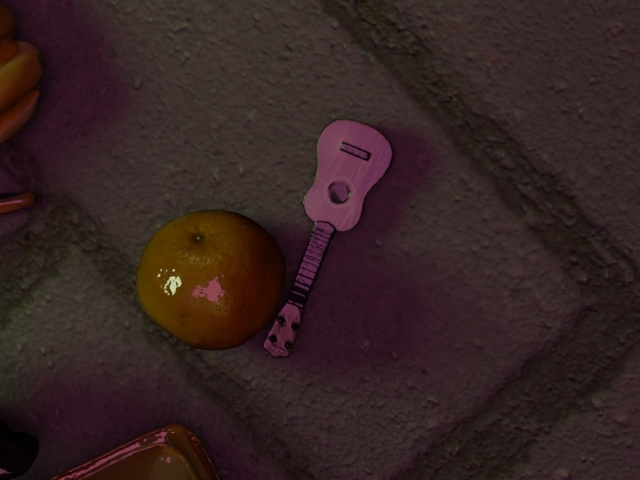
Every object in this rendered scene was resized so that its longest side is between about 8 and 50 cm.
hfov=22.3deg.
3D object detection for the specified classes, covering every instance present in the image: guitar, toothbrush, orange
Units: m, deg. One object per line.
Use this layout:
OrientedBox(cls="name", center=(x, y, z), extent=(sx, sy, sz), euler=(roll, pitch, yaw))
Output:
OrientedBox(cls="guitar", center=(0.000, 0.001, 1.754), extent=(0.084, 0.038, 0.271), euler=(21, 89, 0))
OrientedBox(cls="toothbrush", center=(-0.466, -0.013, 1.756), extent=(0.321, 0.031, 0.023), euler=(-11, 119, 0))
OrientedBox(cls="orange", center=(-0.113, 0.045, 1.707), extent=(0.159, 0.159, 0.136), euler=(-11, 131, 0))

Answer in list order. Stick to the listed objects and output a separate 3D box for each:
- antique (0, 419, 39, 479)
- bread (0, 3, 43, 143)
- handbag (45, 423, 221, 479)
OrientedBox(cls="antique", center=(-0.424, 0.215, 1.582), extent=(0.185, 0.322, 0.255), euler=(-9, 132, 27))
OrientedBox(cls="bread", center=(-0.420, -0.234, 1.704), extent=(0.173, 0.121, 0.311), euler=(-39, 91, -7))
OrientedBox(cls="handbag", center=(-0.261, 0.395, 1.722), extent=(0.401, 0.133, 0.283), euler=(-27, 96, 0))
